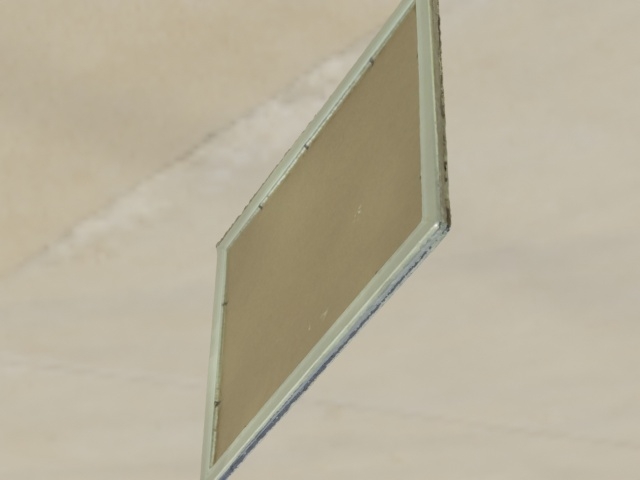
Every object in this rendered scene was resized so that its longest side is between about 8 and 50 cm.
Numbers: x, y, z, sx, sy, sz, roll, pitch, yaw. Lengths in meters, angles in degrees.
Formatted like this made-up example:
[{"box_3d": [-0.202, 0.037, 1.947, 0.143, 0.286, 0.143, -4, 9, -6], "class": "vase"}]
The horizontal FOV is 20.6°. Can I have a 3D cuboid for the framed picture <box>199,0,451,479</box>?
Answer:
[{"box_3d": [0.000, 0.000, 1.022, 0.017, 0.217, 0.274, 23, 134, -20], "class": "framed picture"}]
